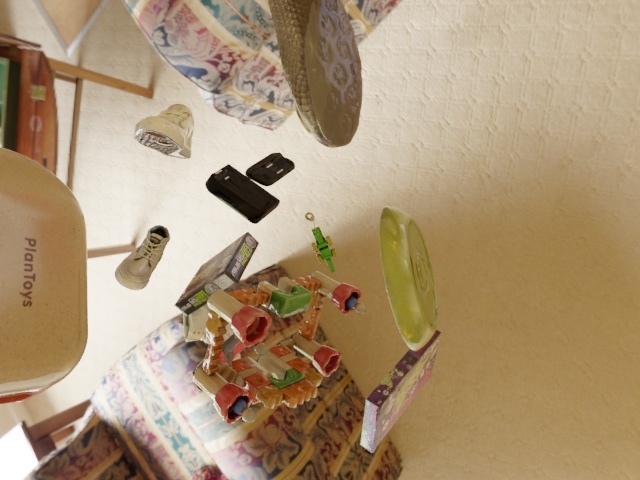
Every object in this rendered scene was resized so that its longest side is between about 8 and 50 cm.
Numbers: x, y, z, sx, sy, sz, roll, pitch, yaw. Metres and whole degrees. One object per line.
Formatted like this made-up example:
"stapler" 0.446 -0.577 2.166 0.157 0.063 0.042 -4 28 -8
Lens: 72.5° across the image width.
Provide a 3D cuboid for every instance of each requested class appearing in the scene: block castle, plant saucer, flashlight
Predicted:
"block castle" -0.087 0.269 1.156 0.212 0.453 0.303 27 109 34
"plant saucer" 0.153 0.056 0.715 0.037 0.241 0.241 -13 90 23
"flashlight" -0.264 0.349 1.362 0.103 0.304 0.103 14 115 22

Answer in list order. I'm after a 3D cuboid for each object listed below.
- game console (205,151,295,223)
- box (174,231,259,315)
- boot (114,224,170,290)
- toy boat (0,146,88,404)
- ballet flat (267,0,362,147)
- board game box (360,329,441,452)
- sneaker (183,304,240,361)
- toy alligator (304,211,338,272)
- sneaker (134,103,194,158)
"game console" -0.196 -0.201 1.459 0.213 0.361 0.044 36 132 7
"box" -0.340 0.110 1.440 0.270 0.216 0.060 -32 113 31
"boot" -0.493 0.034 1.230 0.095 0.258 0.123 28 103 -19
"toy boat" -0.316 0.032 0.398 0.151 0.151 0.231 -13 75 19
"ballet flat" -0.019 -0.203 0.379 0.058 0.084 0.250 -5 104 39
"board game box" 0.238 0.424 1.270 0.056 0.346 0.208 29 133 29
"sneaker" -0.389 0.344 1.522 0.108 0.169 0.293 -19 87 50
"toy alligator" 0.000 0.000 1.203 0.056 0.051 0.190 -24 110 0
"sneaker" -0.354 -0.268 1.007 0.105 0.290 0.123 9 92 -10
